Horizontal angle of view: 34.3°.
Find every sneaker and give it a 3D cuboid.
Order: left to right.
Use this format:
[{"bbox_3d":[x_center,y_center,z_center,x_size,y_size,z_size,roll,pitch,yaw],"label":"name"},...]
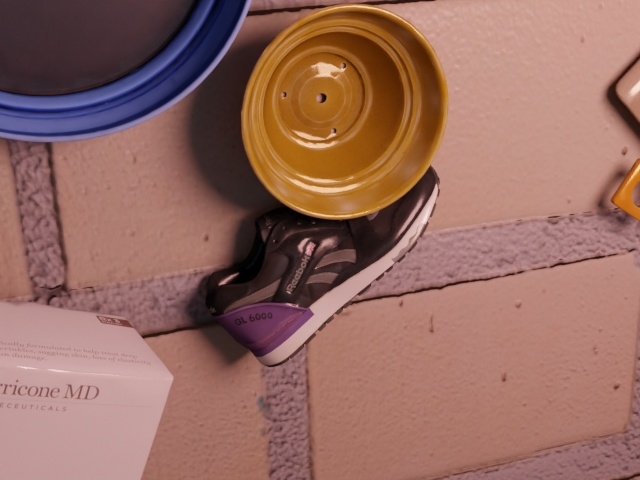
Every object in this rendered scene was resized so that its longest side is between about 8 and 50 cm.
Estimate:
[{"bbox_3d":[0.000,0.000,1.100,0.283,0.107,0.124,-45,111,1],"label":"sneaker"}]

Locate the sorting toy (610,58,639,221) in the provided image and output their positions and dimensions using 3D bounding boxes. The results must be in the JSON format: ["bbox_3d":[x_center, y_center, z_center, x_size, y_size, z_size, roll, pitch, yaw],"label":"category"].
[{"bbox_3d":[0.457,-0.177,1.227,0.347,0.047,0.196,-47,113,1],"label":"sorting toy"}]

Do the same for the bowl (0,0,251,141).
[{"bbox_3d":[-0.246,-0.284,0.917,0.391,0.077,0.391,-7,112,-18],"label":"bowl"}]

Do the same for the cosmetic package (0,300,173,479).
[{"bbox_3d":[-0.318,0.261,1.038,0.217,0.156,0.385,8,109,-34],"label":"cosmetic package"}]

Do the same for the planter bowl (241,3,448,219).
[{"bbox_3d":[0.013,-0.137,1.056,0.217,0.090,0.217,-7,111,-18],"label":"planter bowl"}]
